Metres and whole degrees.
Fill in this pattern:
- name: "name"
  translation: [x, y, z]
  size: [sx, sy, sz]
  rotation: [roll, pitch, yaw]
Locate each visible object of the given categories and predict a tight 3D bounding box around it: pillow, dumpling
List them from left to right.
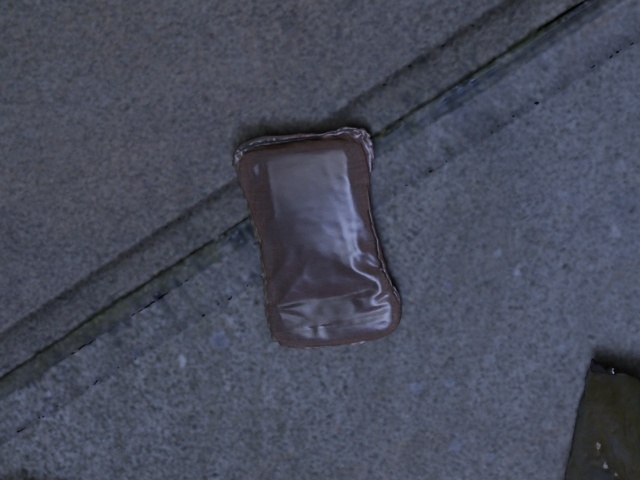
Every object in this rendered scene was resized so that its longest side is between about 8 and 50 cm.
- name: "pillow"
  translation: [-0.003, 0.001, 1.806]
  size: [0.135, 0.034, 0.211]
  rotation: [-7, 106, 12]
- name: "dumpling"
  translation: [0.285, 0.281, 1.792]
  size: [0.166, 0.086, 0.332]
  rotation: [26, 115, 40]
